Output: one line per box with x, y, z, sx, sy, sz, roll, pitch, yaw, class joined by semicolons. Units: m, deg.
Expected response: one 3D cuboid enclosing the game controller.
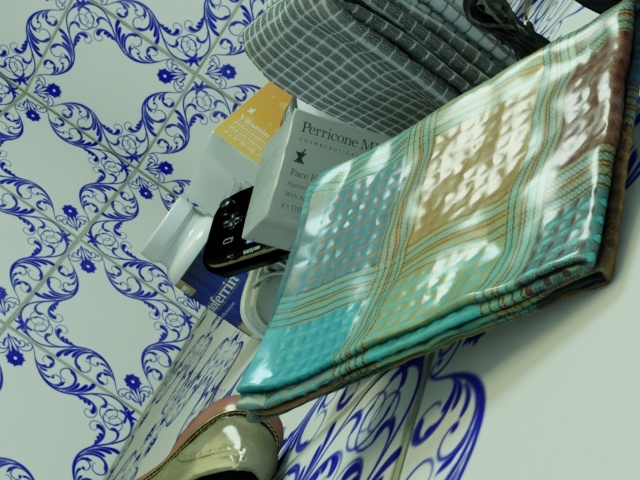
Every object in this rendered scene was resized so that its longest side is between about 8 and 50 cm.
-0.011;-0.044;1.414;0.319;0.067;0.166;-18;28;22;game controller

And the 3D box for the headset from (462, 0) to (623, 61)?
0.281;-0.266;0.901;0.394;0.185;0.243;-25;31;47;headset

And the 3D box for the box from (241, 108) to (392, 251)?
0.024;-0.045;1.162;0.182;0.181;0.119;147;137;-75;box

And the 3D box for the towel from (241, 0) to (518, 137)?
0.075;-0.193;1.151;0.121;0.283;0.235;-63;17;-18;towel

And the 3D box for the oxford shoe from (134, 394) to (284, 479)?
-0.169;0.316;1.119;0.348;0.123;0.130;-54;12;17;oxford shoe

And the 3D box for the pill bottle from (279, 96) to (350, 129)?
0.034;-0.196;1.627;0.161;0.161;0.283;-57;3;-15;pill bottle

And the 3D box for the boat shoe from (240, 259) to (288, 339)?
0.003;0.001;1.500;0.320;0.118;0.103;-50;1;-14;boat shoe

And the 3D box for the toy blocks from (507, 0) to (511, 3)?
0.222;-0.442;1.577;0.260;0.309;0.288;-11;-28;-28;toy blocks

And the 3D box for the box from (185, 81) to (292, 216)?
-0.046;-0.158;1.914;0.345;0.215;0.168;-50;-7;-46;box

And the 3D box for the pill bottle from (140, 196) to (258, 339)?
-0.177;0.046;1.898;0.153;0.264;0.153;-54;6;8;pill bottle

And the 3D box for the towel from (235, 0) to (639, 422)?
0.083;-0.018;0.824;0.370;0.040;0.271;-29;32;45;towel
